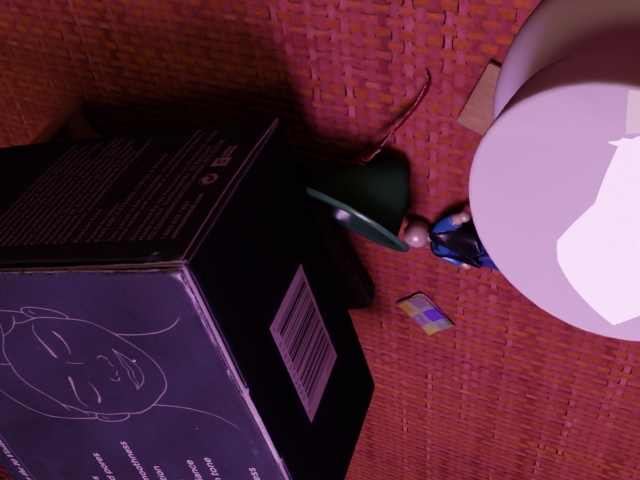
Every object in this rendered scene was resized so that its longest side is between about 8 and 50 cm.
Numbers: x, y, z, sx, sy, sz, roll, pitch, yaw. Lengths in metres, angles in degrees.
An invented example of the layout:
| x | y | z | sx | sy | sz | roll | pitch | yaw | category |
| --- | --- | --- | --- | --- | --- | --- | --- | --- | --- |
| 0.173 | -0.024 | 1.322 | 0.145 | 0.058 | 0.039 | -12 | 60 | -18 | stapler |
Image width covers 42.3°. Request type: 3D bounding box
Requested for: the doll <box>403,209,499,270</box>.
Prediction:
| x | y | z | sx | sy | sz | roll | pitch | yaw | category |
| --- | --- | --- | --- | --- | --- | --- | --- | --- | --- |
| 0.200 | 0.006 | 1.106 | 0.188 | 0.046 | 0.129 | 16 | 151 | 27 | doll |

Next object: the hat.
| x | y | z | sx | sy | sz | roll | pitch | yaw | category |
| --- | --- | --- | --- | --- | --- | --- | --- | --- | --- |
| 0.085 | -0.102 | 1.083 | 0.173 | 0.184 | 0.208 | 31 | 175 | -34 | hat |

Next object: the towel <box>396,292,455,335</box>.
| x | y | z | sx | sy | sz | roll | pitch | yaw | category |
| --- | --- | --- | --- | --- | --- | --- | --- | --- | --- |
| 0.162 | 0.114 | 1.287 | 0.083 | 0.009 | 0.060 | 44 | 140 | -18 | towel |

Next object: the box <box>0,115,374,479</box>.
| x | y | z | sx | sy | sz | roll | pitch | yaw | category |
| --- | --- | --- | --- | --- | --- | --- | --- | --- | --- |
| -0.233 | 0.129 | 1.096 | 0.471 | 0.297 | 0.480 | -3 | 127 | 23 | box |

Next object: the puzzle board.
| x | y | z | sx | sy | sz | roll | pitch | yaw | category |
| --- | --- | --- | --- | --- | --- | --- | --- | --- | --- |
| 0.231 | -0.141 | 0.946 | 0.128 | 0.011 | 0.096 | 27 | 142 | 2 | puzzle board |

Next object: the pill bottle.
| x | y | z | sx | sy | sz | roll | pitch | yaw | category |
| --- | --- | --- | --- | --- | --- | --- | --- | --- | --- |
| 0.266 | -0.121 | 0.594 | 0.229 | 0.408 | 0.229 | 21 | 134 | 23 | pill bottle |

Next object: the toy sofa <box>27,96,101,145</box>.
| x | y | z | sx | sy | sz | roll | pitch | yaw | category |
| --- | --- | --- | --- | --- | --- | --- | --- | --- | --- |
| -0.307 | -0.034 | 1.310 | 0.362 | 0.150 | 0.177 | 38 | 141 | -11 | toy sofa |

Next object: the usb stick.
| x | y | z | sx | sy | sz | roll | pitch | yaw | category |
| --- | --- | --- | --- | --- | --- | --- | --- | --- | --- |
| 0.000 | 0.000 | 1.232 | 0.077 | 0.045 | 0.278 | -4 | 131 | 34 | usb stick |
